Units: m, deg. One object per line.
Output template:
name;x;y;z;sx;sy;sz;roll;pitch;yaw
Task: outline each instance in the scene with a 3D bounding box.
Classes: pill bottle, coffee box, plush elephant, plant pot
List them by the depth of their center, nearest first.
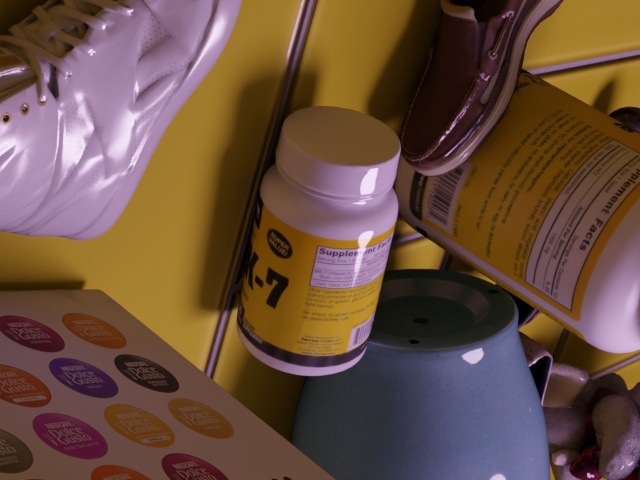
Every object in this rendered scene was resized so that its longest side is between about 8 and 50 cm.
coffee box;-0.222;0.258;1.081;0.338;0.334;0.338;1;120;-55
pill bottle;0.000;0.000;1.351;0.119;0.119;0.208;-23;135;-42
pill bottle;0.246;-0.017;1.464;0.188;0.334;0.188;-35;143;-31
plant pot;0.092;0.174;1.530;0.272;0.272;0.255;-24;121;-41
plush elephant;0.352;0.250;1.949;0.272;0.255;0.330;17;65;-50

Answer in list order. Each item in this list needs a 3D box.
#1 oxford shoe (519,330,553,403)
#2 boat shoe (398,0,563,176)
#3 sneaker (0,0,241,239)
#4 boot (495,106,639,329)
oxford shoe;0.168;0.261;1.741;0.123;0.130;0.348;-3;105;-42
boat shoe;0.130;-0.183;1.402;0.095;0.095;0.257;30;88;-45
sneaker;-0.159;-0.126;1.029;0.169;0.108;0.292;-2;122;-57
boot;0.263;-0.010;1.678;0.229;0.091;0.263;-24;141;-64
